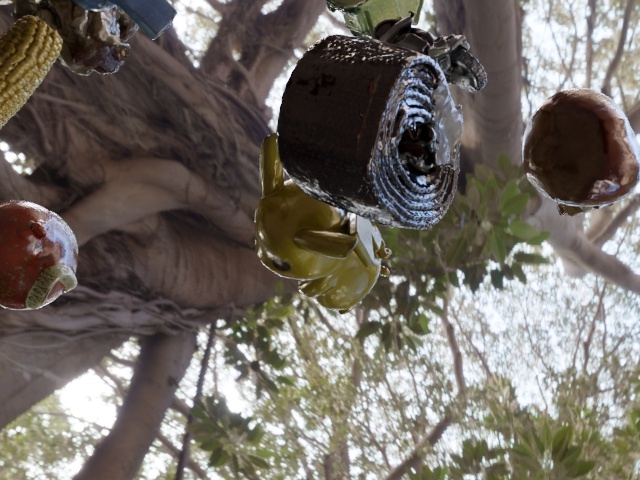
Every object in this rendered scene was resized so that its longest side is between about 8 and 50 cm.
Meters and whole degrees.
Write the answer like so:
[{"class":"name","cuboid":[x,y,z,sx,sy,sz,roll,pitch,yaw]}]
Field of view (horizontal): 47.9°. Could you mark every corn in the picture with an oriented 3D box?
[{"class":"corn","cuboid":[-0.520,-0.216,1.111,0.310,0.101,0.101,-46,-121,-9]}]

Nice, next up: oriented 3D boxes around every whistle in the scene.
[{"class":"whistle","cuboid":[-0.261,-0.311,0.889,0.090,0.158,0.090,-34,-152,21]}]

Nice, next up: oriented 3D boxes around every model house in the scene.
[{"class":"model house","cuboid":[0.128,-0.576,1.761,0.214,0.189,0.195,-49,-133,-11]}]

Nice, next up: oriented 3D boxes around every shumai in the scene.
[{"class":"shumai","cuboid":[-0.424,-0.387,1.231,0.218,0.184,0.185,16,-154,-15]}]

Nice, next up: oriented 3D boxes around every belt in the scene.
[{"class":"belt","cuboid":[0.058,-0.116,0.823,0.164,0.289,0.184,16,-97,27]}]

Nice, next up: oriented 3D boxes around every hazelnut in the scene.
[{"class":"hazelnut","cuboid":[0.438,-0.147,1.221,0.186,0.210,0.210,-31,-124,19]}]

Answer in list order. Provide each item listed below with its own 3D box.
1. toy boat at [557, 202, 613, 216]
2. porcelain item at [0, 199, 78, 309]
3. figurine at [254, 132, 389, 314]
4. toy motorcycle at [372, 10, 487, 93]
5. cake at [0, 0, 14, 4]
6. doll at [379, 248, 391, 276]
[{"class":"toy boat","cuboid":[0.585,-0.110,1.533,0.115,0.310,0.089,-27,-99,36]},{"class":"porcelain item","cuboid":[-0.622,0.023,1.527,0.253,0.253,0.253,-7,-120,13]},{"class":"figurine","cuboid":[0.003,0.003,1.126,0.169,0.327,0.218,-41,-120,8]},{"class":"toy motorcycle","cuboid":[0.175,-0.317,1.243,0.106,0.159,0.270,-46,-158,-10]},{"class":"cake","cuboid":[-0.500,-0.439,0.999,0.156,0.260,0.179,-5,-118,-19]},{"class":"doll","cuboid":[0.070,0.022,1.554,0.179,0.089,0.102,12,-113,-12]}]
